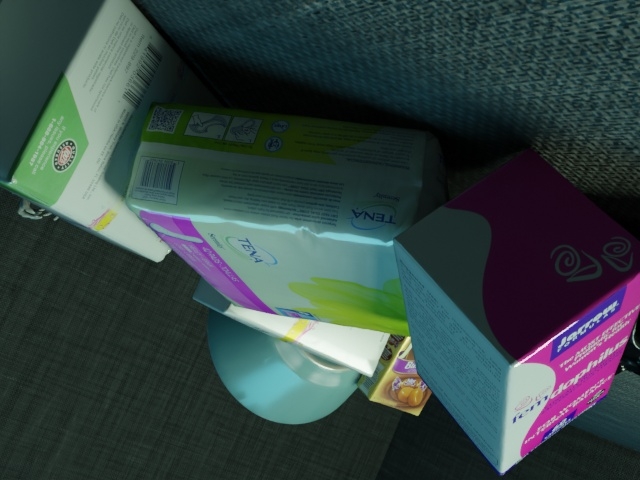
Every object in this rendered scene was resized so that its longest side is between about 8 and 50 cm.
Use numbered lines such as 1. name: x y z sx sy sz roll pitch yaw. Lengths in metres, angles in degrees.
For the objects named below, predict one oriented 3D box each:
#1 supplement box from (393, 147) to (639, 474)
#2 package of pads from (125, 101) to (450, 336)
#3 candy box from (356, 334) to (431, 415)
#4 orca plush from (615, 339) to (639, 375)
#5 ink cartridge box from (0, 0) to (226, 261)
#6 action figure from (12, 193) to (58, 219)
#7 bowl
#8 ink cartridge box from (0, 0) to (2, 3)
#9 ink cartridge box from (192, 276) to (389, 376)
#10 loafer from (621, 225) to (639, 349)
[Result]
1. supplement box: 0.134 0.060 0.521 0.114 0.111 0.220 51 169 33
2. package of pads: 0.000 0.000 0.648 0.229 0.101 0.296 8 162 15
3. candy box: 0.152 0.178 1.195 0.109 0.186 0.053 24 -173 -32
4. orca plush: 0.243 0.082 0.673 0.287 0.102 0.151 26 171 -12
5. ink cartridge box: -0.173 -0.088 0.595 0.093 0.154 0.212 21 171 22
6. action figure: -0.418 -0.098 1.164 0.276 0.141 0.164 16 177 -29
7. bowl: -0.017 0.141 1.253 0.311 0.311 0.163 27 151 -20
8. ink cartridge box: -0.285 -0.197 0.655 0.063 0.029 0.115 30 169 -36
9. ink cartridge box: -0.026 0.059 1.045 0.233 0.168 0.171 28 171 -23
10. loafer: 0.226 0.036 0.522 0.076 0.078 0.223 30 170 -31
